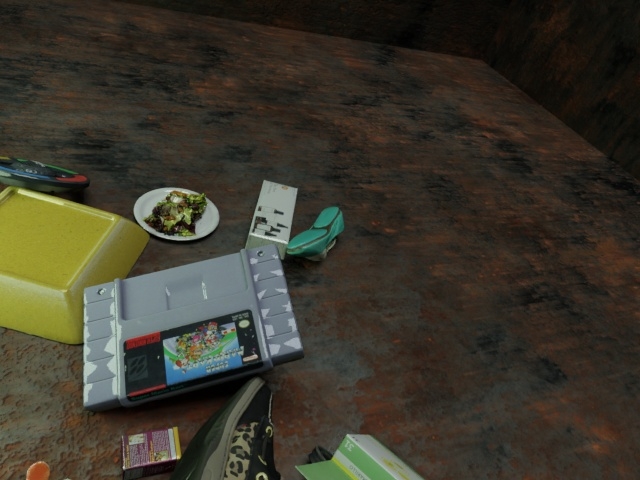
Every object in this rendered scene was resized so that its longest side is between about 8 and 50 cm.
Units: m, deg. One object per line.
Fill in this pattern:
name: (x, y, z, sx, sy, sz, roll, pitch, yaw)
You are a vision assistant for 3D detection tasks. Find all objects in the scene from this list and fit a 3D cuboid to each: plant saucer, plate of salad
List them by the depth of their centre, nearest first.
plant saucer: (-0.551, 0.015, 0.969, 0.333, 0.081, 0.332, 16, 38, -5)
plate of salad: (-0.343, -0.074, 1.193, 0.200, 0.048, 0.199, 13, 39, -11)

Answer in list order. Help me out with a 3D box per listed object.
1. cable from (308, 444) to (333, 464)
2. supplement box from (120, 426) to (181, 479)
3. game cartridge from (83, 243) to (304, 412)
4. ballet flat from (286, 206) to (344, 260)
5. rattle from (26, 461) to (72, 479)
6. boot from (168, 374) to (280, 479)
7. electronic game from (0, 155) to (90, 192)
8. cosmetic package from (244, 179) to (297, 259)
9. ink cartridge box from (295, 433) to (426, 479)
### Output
cable: (0.100, 0.424, 0.763, 0.139, 0.072, 0.287, 34, 9, -48)
supplement box: (-0.259, 0.326, 0.757, 0.083, 0.043, 0.055, 0, 43, -25)
game cartridge: (-0.223, 0.143, 0.855, 0.355, 0.068, 0.230, -14, 52, -7)
ballet flat: (0.000, 0.000, 1.225, 0.083, 0.087, 0.247, -5, 23, 29)
rattle: (-0.373, 0.407, 0.622, 0.200, 0.142, 0.130, 33, 5, 39)
boot: (-0.063, 0.372, 0.702, 0.284, 0.138, 0.377, 42, 7, -3)
electronic game: (-0.631, -0.150, 1.087, 0.229, 0.048, 0.229, 15, 9, -2)
cosmetic package: (-0.120, -0.059, 1.265, 0.099, 0.060, 0.239, 15, 39, -8)
ink cartridge box: (0.087, 0.361, 0.730, 0.171, 0.056, 0.235, 31, -4, 32)
